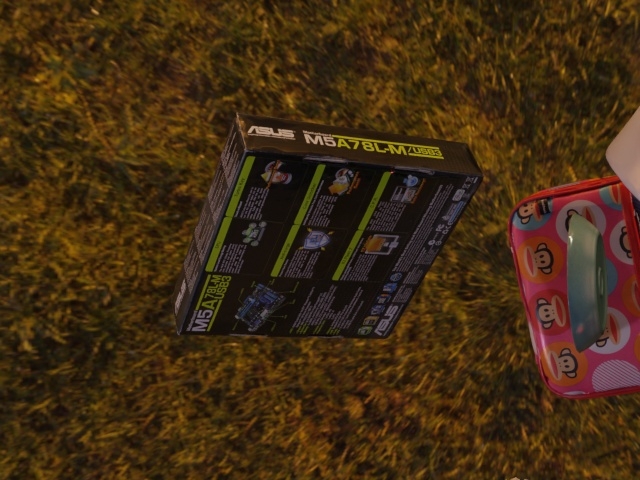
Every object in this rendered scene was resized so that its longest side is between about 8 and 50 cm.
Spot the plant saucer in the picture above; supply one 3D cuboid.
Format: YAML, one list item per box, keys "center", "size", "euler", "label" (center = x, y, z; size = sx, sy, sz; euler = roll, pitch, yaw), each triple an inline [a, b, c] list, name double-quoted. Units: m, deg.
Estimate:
- center: [0.229, 0.036, 0.803]
  size: [0.021, 0.119, 0.120]
  euler: [-3, 86, 23]
  label: "plant saucer"

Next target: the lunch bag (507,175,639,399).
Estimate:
- center: [0.405, 0.058, 1.273]
  size: [0.258, 0.120, 0.293]
  euler: [-13, 90, 25]
  label: "lunch bag"

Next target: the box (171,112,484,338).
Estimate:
- center: [0.000, 0.000, 0.702]
  size: [0.184, 0.191, 0.045]
  euler: [5, 44, -22]
  label: "box"

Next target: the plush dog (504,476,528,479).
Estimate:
- center: [0.295, 0.390, 1.008]
  size: [0.225, 0.210, 0.263]
  euler: [-12, 109, -17]
  label: "plush dog"

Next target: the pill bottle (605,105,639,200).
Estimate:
- center: [0.358, -0.140, 0.565]
  size: [0.210, 0.210, 0.363]
  euler: [42, 114, 12]
  label: "pill bottle"
